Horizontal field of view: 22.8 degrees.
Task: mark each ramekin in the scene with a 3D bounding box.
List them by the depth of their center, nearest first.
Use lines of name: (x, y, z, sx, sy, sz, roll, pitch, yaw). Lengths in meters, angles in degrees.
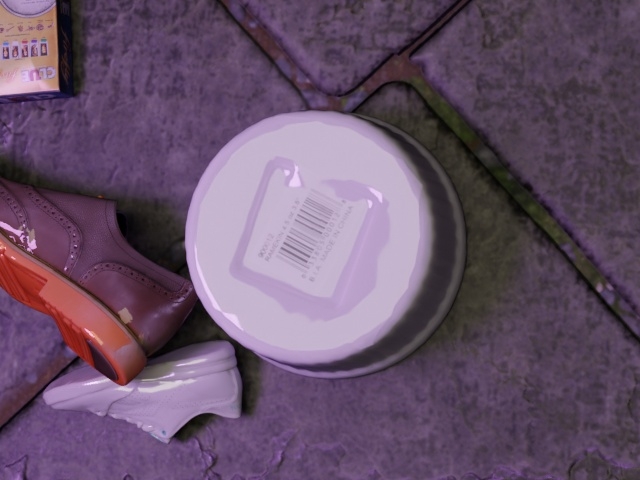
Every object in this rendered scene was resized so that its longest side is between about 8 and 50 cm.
ramekin: (0.000, 0.000, 1.573, 0.277, 0.135, 0.277, -1, 86, 12)

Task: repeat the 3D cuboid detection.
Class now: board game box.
board game box: (-0.393, -0.229, 1.727, 0.243, 0.042, 0.165, -3, 85, 12)

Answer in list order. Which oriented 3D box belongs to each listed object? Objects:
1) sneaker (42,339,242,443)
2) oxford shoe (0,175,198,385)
sneaker: (-0.183, 0.168, 1.638, 0.212, 0.080, 0.094, -10, 103, 14)
oxford shoe: (-0.274, 0.001, 1.647, 0.132, 0.130, 0.363, -42, 64, -18)
